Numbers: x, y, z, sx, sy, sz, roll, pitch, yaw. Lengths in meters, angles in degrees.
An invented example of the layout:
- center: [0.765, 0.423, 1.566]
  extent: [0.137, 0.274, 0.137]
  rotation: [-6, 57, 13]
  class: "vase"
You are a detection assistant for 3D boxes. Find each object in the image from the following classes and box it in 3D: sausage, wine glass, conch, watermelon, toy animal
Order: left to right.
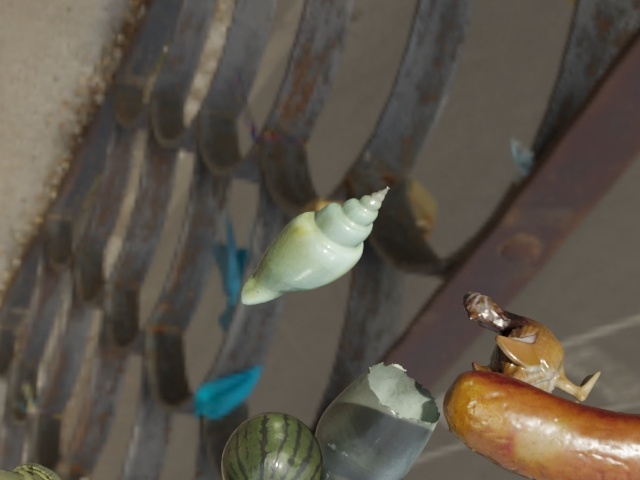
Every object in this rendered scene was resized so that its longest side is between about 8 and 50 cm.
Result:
- center: [-0.051, 0.237, 1.444]
  extent: [0.105, 0.133, 0.105]
  rotation: [2, 122, 4]
  class: "watermelon"
- center: [-0.005, -0.002, 1.253]
  extent: [0.180, 0.088, 0.065]
  rotation: [-35, 125, 28]
  class: "conch"
- center: [0.035, 0.264, 1.679]
  extent: [0.126, 0.126, 0.241]
  rotation: [22, 114, -29]
  class: "wine glass"
- center: [0.212, 0.133, 1.569]
  extent: [0.179, 0.188, 0.089]
  rotation: [41, 120, 10]
  class: "toy animal"
- center: [0.260, 0.177, 1.261]
  extent: [0.302, 0.102, 0.076]
  rotation: [5, 148, -3]
  class: "sausage"

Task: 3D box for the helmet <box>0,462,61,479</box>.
- center: [-0.344, 0.285, 1.276]
  extent: [0.137, 0.204, 0.258]
  rotation: [26, 150, -25]
  class: "helmet"
